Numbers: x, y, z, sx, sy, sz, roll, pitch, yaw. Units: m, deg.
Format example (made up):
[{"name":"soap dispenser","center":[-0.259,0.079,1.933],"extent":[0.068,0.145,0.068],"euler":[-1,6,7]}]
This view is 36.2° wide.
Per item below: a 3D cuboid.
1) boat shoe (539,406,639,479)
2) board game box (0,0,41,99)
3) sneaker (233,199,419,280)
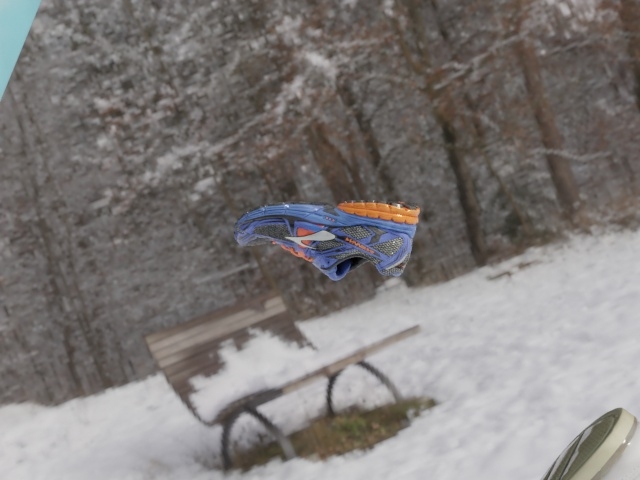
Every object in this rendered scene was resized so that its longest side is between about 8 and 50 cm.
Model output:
[{"name":"boat shoe","center":[0.178,0.252,0.726],"extent":[0.113,0.103,0.302],"euler":[-34,-26,-54]},{"name":"board game box","center":[-0.274,-0.155,0.516],"extent":[0.079,0.336,0.254],"euler":[5,-20,31]},{"name":"sneaker","center":[0.000,0.000,1.066],"extent":[0.221,0.087,0.083],"euler":[0,0,30]}]
